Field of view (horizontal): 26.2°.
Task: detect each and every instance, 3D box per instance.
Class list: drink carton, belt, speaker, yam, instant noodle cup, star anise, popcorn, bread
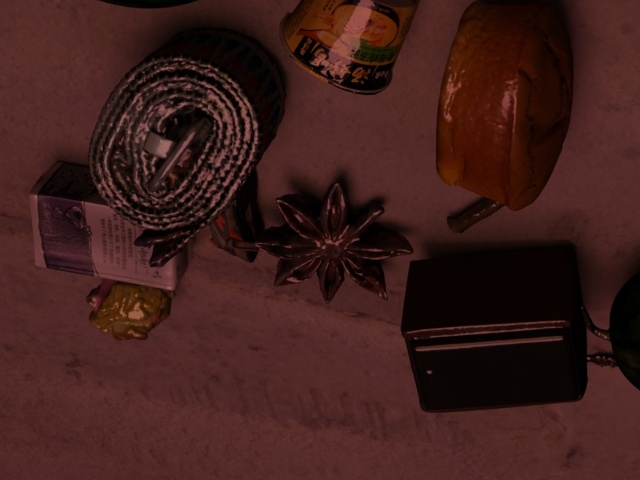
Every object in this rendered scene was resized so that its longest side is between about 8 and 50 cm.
[{"bbox_3d":[-0.301,-0.021,2.009,0.222,0.102,0.134,10,123,11],"label":"drink carton"},{"bbox_3d":[-0.183,-0.128,1.775,0.207,0.160,0.295,41,119,-7],"label":"belt"},{"bbox_3d":[0.240,0.120,1.876,0.231,0.192,0.153,-6,125,15],"label":"speaker"},{"bbox_3d":[0.223,-0.048,1.854,0.033,0.027,0.129,37,134,-19],"label":"yam"},{"bbox_3d":[0.043,-0.265,1.622,0.151,0.151,0.122,27,126,-8],"label":"instant noodle cup"},{"bbox_3d":[0.000,0.000,1.946,0.263,0.081,0.230,3,137,2],"label":"star anise"},{"bbox_3d":[-0.291,0.090,2.121,0.145,0.125,0.126,-33,107,20],"label":"popcorn"},{"bbox_3d":[0.221,-0.158,1.620,0.143,0.195,0.269,15,142,16],"label":"bread"}]

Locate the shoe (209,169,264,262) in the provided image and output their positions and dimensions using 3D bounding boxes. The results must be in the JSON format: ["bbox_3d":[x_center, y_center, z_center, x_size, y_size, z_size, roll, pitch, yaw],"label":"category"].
[{"bbox_3d":[-0.133,-0.049,1.957,0.077,0.074,0.194,13,140,20],"label":"shoe"}]

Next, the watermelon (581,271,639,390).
[{"bbox_3d":[0.463,0.124,1.819,0.215,0.188,0.188,-9,131,18],"label":"watermelon"}]

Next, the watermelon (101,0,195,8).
[{"bbox_3d":[-0.195,-0.410,1.414,0.363,0.363,0.363,11,137,10],"label":"watermelon"}]

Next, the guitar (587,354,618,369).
[{"bbox_3d":[0.328,0.187,2.057,0.233,0.025,0.088,-4,131,24],"label":"guitar"}]
